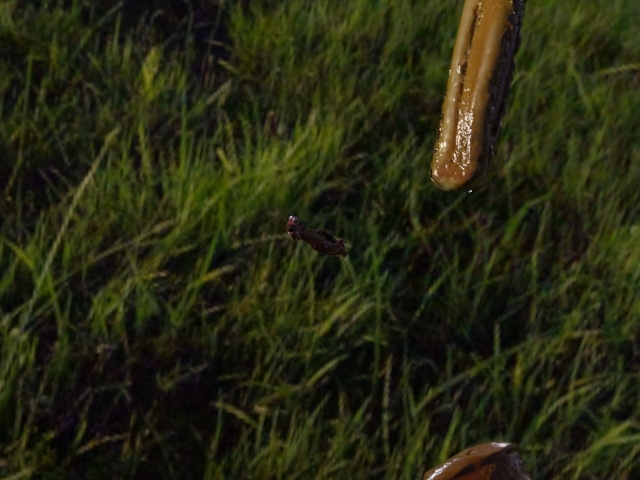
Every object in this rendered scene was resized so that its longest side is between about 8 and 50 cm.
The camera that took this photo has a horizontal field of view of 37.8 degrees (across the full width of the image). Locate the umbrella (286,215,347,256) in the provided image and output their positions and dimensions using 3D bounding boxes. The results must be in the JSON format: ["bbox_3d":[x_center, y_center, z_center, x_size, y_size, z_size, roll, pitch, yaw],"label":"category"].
[{"bbox_3d":[0.000,0.000,1.103,0.025,0.027,0.165,22,-1,27],"label":"umbrella"}]

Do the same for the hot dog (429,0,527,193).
[{"bbox_3d":[0.190,-0.191,1.093,0.083,0.289,0.068,5,-12,44],"label":"hot dog"}]

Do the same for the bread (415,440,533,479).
[{"bbox_3d":[0.179,0.379,1.267,0.269,0.195,0.143,-27,61,-15],"label":"bread"}]
